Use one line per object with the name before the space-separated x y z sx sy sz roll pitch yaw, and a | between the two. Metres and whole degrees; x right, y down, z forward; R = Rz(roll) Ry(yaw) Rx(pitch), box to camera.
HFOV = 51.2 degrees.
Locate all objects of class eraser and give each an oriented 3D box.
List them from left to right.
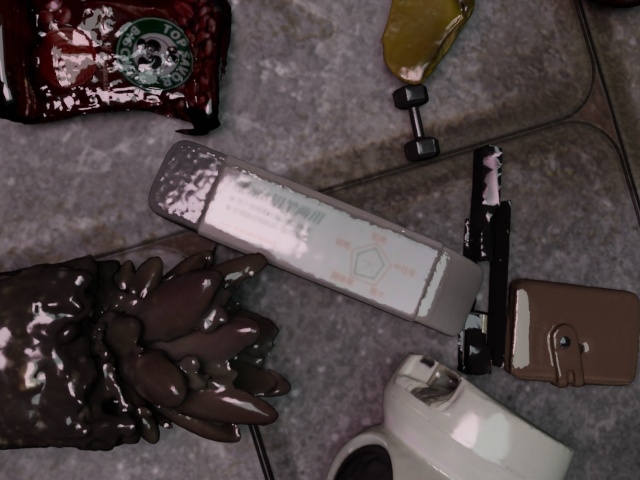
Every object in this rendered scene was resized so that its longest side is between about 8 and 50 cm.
eraser | 0.000 0.000 0.685 0.351 0.061 0.089 23 87 0

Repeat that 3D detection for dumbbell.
dumbbell | 0.105 -0.129 0.728 0.040 0.036 0.083 -12 90 -8

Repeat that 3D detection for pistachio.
pistachio | 0.121 -0.248 0.728 0.089 0.049 0.173 12 88 14

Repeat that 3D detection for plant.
plant | -0.189 0.109 0.612 0.320 0.181 0.194 -4 89 -4

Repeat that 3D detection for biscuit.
biscuit | -0.207 -0.184 0.670 0.235 0.063 0.151 0 89 -11

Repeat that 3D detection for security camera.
security camera | 0.106 0.250 0.646 0.194 0.194 0.236 32 88 -6

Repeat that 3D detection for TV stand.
TV stand | 0.181 0.022 0.736 0.042 0.036 0.249 4 88 -7

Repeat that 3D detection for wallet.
wallet | 0.283 0.106 0.749 0.152 0.039 0.118 5 86 -9

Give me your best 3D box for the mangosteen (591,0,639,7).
mangosteen | 0.330 -0.322 0.696 0.155 0.181 0.146 28 105 -9
